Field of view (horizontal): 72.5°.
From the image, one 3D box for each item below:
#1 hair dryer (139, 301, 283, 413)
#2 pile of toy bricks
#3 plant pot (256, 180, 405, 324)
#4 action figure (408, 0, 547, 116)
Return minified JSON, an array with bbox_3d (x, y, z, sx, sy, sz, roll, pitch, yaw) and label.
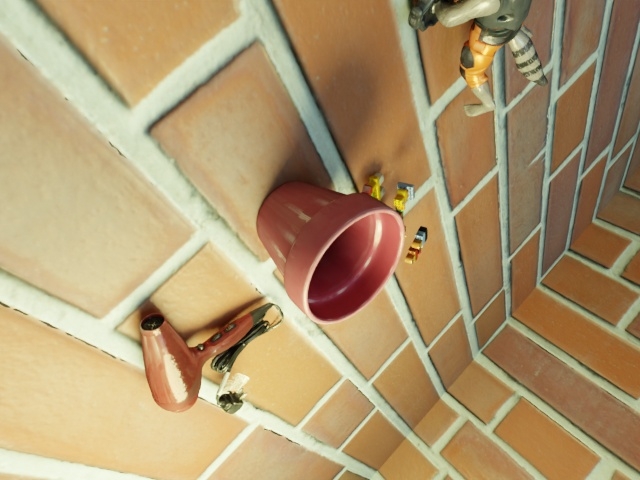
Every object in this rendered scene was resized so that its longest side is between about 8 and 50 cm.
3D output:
[{"bbox_3d":[-0.196,0.181,0.740,0.293,0.080,0.224,36,75,-57],"label":"hair dryer"},{"bbox_3d":[0.135,-0.015,0.852,0.105,0.118,0.212,-53,146,-32],"label":"pile of toy bricks"},{"bbox_3d":[0.000,0.000,0.688,0.201,0.180,0.201,-26,135,-30],"label":"plant pot"},{"bbox_3d":[0.318,-0.408,0.707,0.341,0.178,0.330,-51,152,1],"label":"action figure"}]
